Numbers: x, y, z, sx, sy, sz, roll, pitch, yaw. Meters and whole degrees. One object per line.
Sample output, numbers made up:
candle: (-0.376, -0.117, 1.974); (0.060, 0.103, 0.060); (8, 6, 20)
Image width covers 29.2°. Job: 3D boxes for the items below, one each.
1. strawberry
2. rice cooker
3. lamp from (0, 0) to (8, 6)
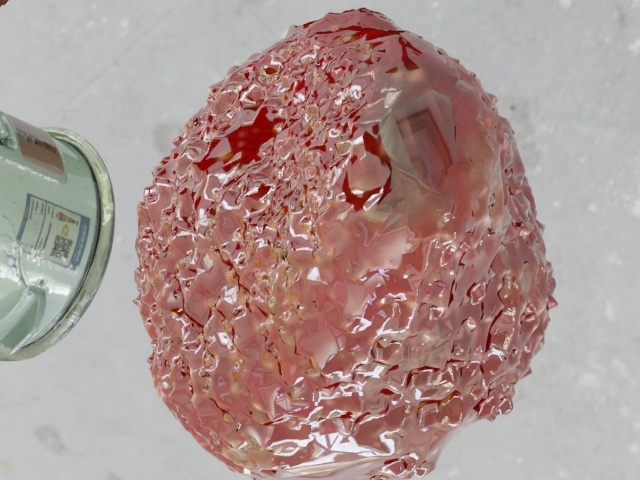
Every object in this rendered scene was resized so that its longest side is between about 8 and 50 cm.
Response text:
strawberry: (0.004, -0.002, 0.661); (0.261, 0.261, 0.257); (3, 157, 29)
rice cooker: (-0.364, -0.016, 1.278); (0.317, 0.316, 0.264); (42, 105, -6)
lamp: (-0.160, -0.174, 0.385); (0.151, 0.223, 0.215); (-20, 131, 30)
